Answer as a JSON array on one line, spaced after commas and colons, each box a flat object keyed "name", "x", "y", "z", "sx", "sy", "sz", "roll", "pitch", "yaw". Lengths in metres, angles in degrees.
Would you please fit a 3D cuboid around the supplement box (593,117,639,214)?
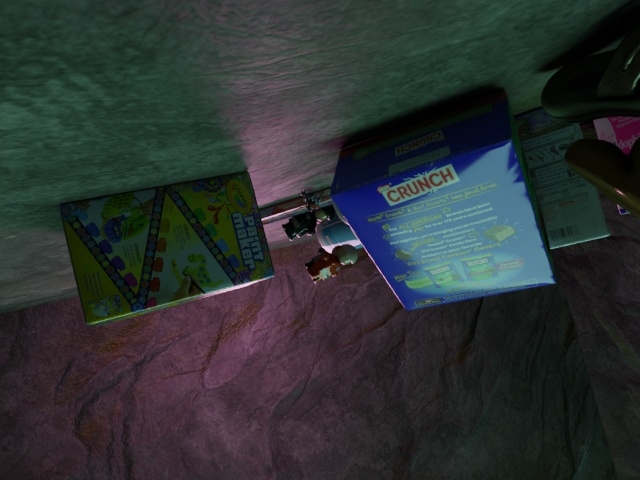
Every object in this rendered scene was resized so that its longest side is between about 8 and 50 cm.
[{"name": "supplement box", "x": 0.577, "y": -0.169, "z": 0.882, "sx": 0.113, "sy": 0.220, "sz": 0.111, "roll": -12, "pitch": 176, "yaw": -17}]

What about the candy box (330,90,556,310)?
[{"name": "candy box", "x": 0.206, "y": -0.039, "z": 0.818, "sx": 0.268, "sy": 0.122, "sz": 0.317, "roll": -14, "pitch": 134, "yaw": 25}]

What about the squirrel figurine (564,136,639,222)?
[{"name": "squirrel figurine", "x": 0.516, "y": -0.107, "z": 0.472, "sx": 0.370, "sy": 0.281, "sz": 0.397, "roll": -50, "pitch": -165, "yaw": 17}]

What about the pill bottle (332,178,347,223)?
[{"name": "pill bottle", "x": 0.138, "y": -0.099, "z": 1.007, "sx": 0.221, "sy": 0.121, "sz": 0.121, "roll": -12, "pitch": 176, "yaw": -41}]

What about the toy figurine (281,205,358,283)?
[{"name": "toy figurine", "x": 0.000, "y": 0.000, "z": 1.426, "sx": 0.148, "sy": 0.213, "sz": 0.209, "roll": -31, "pitch": -179, "yaw": -2}]

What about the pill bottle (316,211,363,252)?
[{"name": "pill bottle", "x": 0.116, "y": -0.046, "z": 1.639, "sx": 0.146, "sy": 0.146, "sz": 0.264, "roll": -12, "pitch": 177, "yaw": -38}]

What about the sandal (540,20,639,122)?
[{"name": "sandal", "x": 0.334, "y": -0.190, "z": 0.520, "sx": 0.120, "sy": 0.086, "sz": 0.303, "roll": -51, "pitch": -162, "yaw": -11}]

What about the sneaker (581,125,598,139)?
[{"name": "sneaker", "x": 0.627, "y": -0.225, "z": 1.250, "sx": 0.282, "sy": 0.099, "sz": 0.153, "roll": -17, "pitch": 175, "yaw": -1}]

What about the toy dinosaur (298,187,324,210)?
[{"name": "toy dinosaur", "x": -0.021, "y": -0.082, "z": 1.134, "sx": 0.047, "sy": 0.090, "sz": 0.082, "roll": 0, "pitch": 150, "yaw": 18}]

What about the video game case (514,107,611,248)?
[{"name": "video game case", "x": 0.354, "y": -0.095, "z": 0.937, "sx": 0.269, "sy": 0.244, "sz": 0.061, "roll": -16, "pitch": -179, "yaw": 25}]

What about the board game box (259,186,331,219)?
[{"name": "board game box", "x": -0.050, "y": -0.086, "z": 1.267, "sx": 0.281, "sy": 0.027, "sz": 0.145, "roll": -16, "pitch": 176, "yaw": 20}]

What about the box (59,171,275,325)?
[{"name": "box", "x": -0.260, "y": 0.024, "z": 0.874, "sx": 0.279, "sy": 0.177, "sz": 0.290, "roll": -13, "pitch": 176, "yaw": -21}]
